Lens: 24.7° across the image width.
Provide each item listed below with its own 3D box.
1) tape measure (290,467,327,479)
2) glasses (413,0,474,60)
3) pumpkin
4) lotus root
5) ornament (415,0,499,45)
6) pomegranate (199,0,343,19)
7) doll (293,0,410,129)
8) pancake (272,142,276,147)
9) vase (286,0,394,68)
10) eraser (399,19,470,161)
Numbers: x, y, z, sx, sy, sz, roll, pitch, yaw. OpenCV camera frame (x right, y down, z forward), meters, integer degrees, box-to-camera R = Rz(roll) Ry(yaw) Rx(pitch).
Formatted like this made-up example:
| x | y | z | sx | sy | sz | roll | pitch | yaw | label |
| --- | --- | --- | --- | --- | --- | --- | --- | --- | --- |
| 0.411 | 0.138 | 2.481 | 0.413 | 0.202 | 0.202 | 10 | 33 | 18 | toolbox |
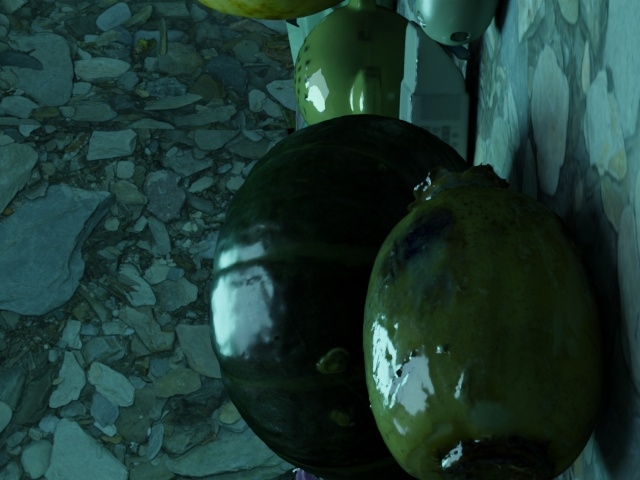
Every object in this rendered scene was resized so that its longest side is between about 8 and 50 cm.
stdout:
| x | y | z | sx | sy | sz | roll | pitch | yaw | label |
| --- | --- | --- | --- | --- | --- | --- | --- | --- | --- |
| 0.016 | 0.351 | 2.142 | 0.074 | 0.125 | 0.118 | 94 | -169 | -47 | tape measure |
| 0.130 | -0.292 | 1.404 | 0.190 | 0.088 | 0.221 | 98 | 152 | -53 | glasses |
| 0.028 | 0.048 | 1.151 | 0.300 | 0.207 | 0.300 | -3 | -90 | -68 | pumpkin |
| 0.102 | 0.039 | 0.945 | 0.278 | 0.154 | 0.154 | -88 | 2 | -46 | lotus root |
| 0.124 | -0.231 | 1.234 | 0.081 | 0.074 | 0.156 | -55 | -15 | -30 | ornament |
| -0.042 | -0.415 | 1.635 | 0.410 | 0.410 | 0.410 | -179 | 90 | -86 | pomegranate |
| 0.049 | -0.143 | 1.604 | 0.261 | 0.161 | 0.177 | 94 | 177 | -59 | doll |
| 0.006 | -0.113 | 2.023 | 0.253 | 0.037 | 0.254 | -39 | -34 | -32 | pancake |
| 0.023 | -0.249 | 2.096 | 0.165 | 0.165 | 0.360 | -94 | 3 | -49 | vase |
| 0.107 | -0.036 | 1.429 | 0.089 | 0.061 | 0.352 | -109 | 19 | -74 | eraser |
